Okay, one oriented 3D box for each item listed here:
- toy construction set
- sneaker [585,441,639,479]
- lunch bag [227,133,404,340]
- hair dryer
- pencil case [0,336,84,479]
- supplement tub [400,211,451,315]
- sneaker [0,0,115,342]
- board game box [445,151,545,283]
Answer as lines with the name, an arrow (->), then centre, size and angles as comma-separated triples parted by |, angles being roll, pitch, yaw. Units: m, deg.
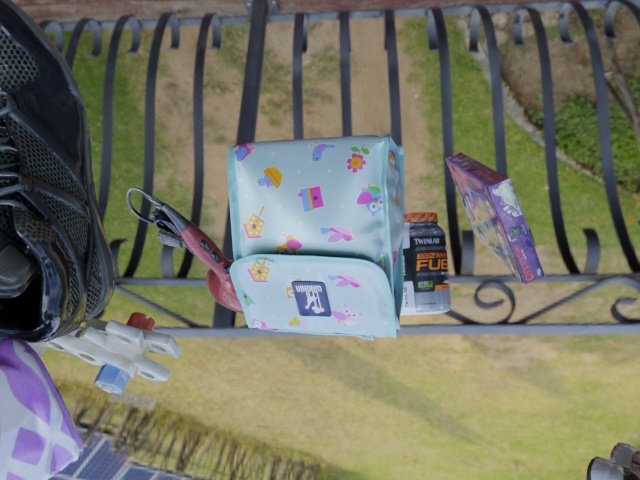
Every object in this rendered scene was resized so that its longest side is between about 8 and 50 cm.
toy construction set -> -0.286, 0.176, 0.565 | 0.215, 0.328, 0.151 | -2, 128, 30
sneaker -> 0.267, 0.214, 0.492 | 0.077, 0.072, 0.178 | 11, 179, 36
lunch bag -> 0.000, 0.000, 0.820 | 0.223, 0.262, 0.160 | 0, -179, 15
hair dryer -> -0.168, 0.042, 0.945 | 0.293, 0.080, 0.223 | 30, 170, 8
pencil case -> -0.221, 0.123, 0.287 | 0.206, 0.086, 0.088 | -25, -171, -34
supplement tub -> 0.186, 0.045, 1.173 | 0.117, 0.190, 0.117 | -4, 176, 0
sneaker -> -0.192, -0.043, 0.364 | 0.087, 0.227, 0.130 | -10, -170, -2
board game box -> 0.352, -0.061, 1.272 | 0.056, 0.347, 0.208 | -20, 105, 4
